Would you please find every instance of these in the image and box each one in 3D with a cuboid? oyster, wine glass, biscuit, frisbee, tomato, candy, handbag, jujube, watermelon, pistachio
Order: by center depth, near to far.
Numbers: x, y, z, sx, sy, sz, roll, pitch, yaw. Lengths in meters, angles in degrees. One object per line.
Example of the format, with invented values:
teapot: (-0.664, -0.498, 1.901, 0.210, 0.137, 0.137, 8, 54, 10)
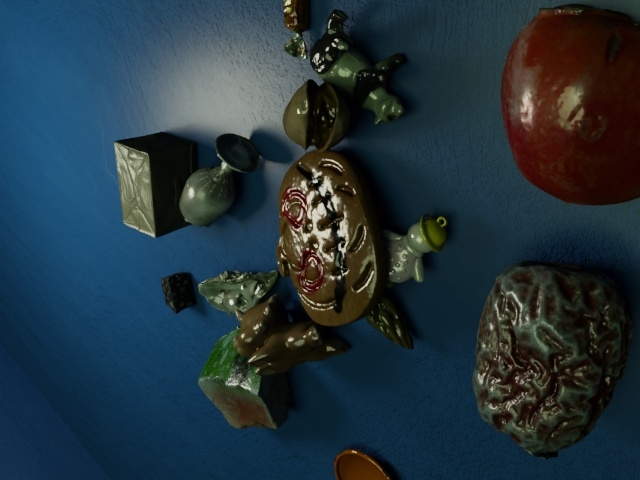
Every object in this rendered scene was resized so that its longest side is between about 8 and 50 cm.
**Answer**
tomato: (0.363, -0.177, 0.758, 0.309, 0.170, 0.309, 15, 116, 35)
jujube: (0.368, 0.185, 0.880, 0.226, 0.226, 0.317, 16, 110, 34)
pistachio: (-0.006, -0.240, 1.034, 0.206, 0.129, 0.131, 154, 114, -82)
candy: (-0.048, -0.450, 1.061, 0.053, 0.046, 0.182, 14, 114, 33)
biscuit: (-0.001, 0.000, 1.140, 0.314, 0.063, 0.367, -25, 76, 45)
wine glass: (-0.251, -0.139, 1.307, 0.126, 0.126, 0.241, 52, 130, 10)
frisbee: (0.119, 0.614, 1.383, 0.192, 0.035, 0.192, 17, 119, 34)
oyster: (-0.232, 0.130, 1.428, 0.199, 0.087, 0.252, 33, 134, 12)
watermelon: (-0.200, 0.402, 1.474, 0.264, 0.151, 0.302, -11, 101, 41)
handbag: (-0.446, 0.146, 1.632, 0.139, 0.072, 0.115, 12, 118, 50)

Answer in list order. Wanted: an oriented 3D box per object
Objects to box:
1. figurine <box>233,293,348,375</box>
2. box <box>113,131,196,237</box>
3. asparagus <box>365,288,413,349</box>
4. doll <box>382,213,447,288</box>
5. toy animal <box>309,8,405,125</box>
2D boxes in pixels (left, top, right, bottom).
figurine: (-0.089, 0.214, 1.303, 0.247, 0.177, 0.173, -25, 54, 22)
box: (-0.426, -0.149, 1.426, 0.155, 0.149, 0.231, 22, 121, 32)
asparagus: (0.105, 0.119, 1.160, 0.287, 0.080, 0.080, 51, 131, 9)
doll: (0.174, 0.019, 1.057, 0.129, 0.081, 0.207, 55, 129, 14)
toy animal: (0.072, -0.307, 0.994, 0.225, 0.094, 0.121, 39, 140, 7)
